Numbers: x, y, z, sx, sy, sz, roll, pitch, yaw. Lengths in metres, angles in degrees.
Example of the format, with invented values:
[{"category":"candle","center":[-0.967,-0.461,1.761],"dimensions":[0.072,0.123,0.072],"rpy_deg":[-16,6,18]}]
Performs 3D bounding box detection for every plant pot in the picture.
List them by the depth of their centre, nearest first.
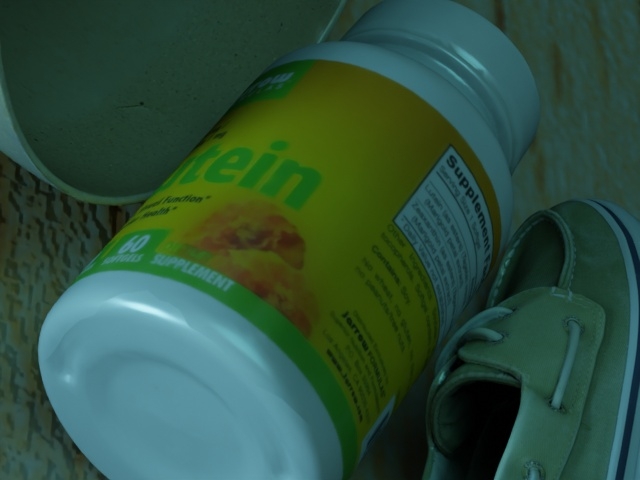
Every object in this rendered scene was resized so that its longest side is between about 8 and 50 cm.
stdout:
[{"category":"plant pot","center":[-0.113,-0.182,0.842],"dimensions":[0.191,0.284,0.284],"rpy_deg":[27,47,25]}]

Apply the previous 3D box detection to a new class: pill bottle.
[{"category":"pill bottle","center":[0.000,0.000,0.840],"dimensions":[0.136,0.136,0.245],"rpy_deg":[38,51,0]}]

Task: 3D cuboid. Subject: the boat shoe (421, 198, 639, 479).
[{"category":"boat shoe","center":[0.094,0.074,0.828],"dimensions":[0.094,0.109,0.302],"rpy_deg":[32,35,-18]}]
